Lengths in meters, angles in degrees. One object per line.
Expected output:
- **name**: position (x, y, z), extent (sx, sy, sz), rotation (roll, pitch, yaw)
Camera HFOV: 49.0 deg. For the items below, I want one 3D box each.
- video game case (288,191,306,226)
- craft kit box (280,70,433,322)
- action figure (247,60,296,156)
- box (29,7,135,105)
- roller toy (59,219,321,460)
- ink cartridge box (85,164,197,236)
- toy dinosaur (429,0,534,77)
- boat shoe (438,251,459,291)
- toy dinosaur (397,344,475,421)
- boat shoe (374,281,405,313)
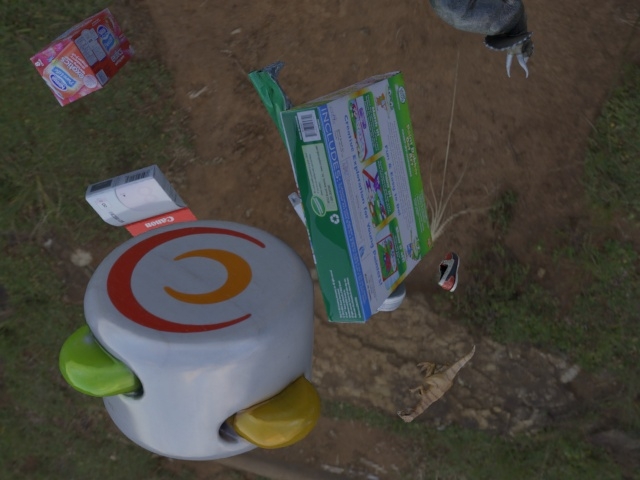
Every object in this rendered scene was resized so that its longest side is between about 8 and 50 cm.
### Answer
- **video game case**: position (0.000, 0.000, 1.602), extent (0.026, 0.206, 0.227), rotation (-33, 102, 0)
- **craft kit box**: position (0.058, -0.064, 0.862), extent (0.060, 0.246, 0.250), rotation (-2, 108, 32)
- **action figure**: position (-0.032, -0.155, 1.069), extent (0.063, 0.137, 0.232), rotation (-24, 109, -2)
- **box**: position (-0.556, -0.439, 1.666), extent (0.122, 0.257, 0.128), rotation (-19, 119, 17)
- **roller toy**: position (-0.099, 0.087, 0.620), extent (0.209, 0.191, 0.146), rotation (4, 125, 3)
- **ink cartridge box**: position (-0.425, -0.068, 1.713), extent (0.188, 0.066, 0.232), rotation (-15, 132, 15)
- **toy dinosaur**: position (0.281, -0.435, 1.262), extent (0.313, 0.121, 0.161), rotation (24, 89, -9)
- **boat shoe**: position (0.320, 0.073, 1.773), extent (0.043, 0.137, 0.049), rotation (24, 129, -7)
- **toy dinosaur**: position (0.227, 0.253, 1.288), extent (0.064, 0.112, 0.212), rotation (33, 109, -12)
- **boat shoe**: position (0.108, 0.123, 1.732), extent (0.118, 0.320, 0.103), rotation (-16, 106, -25)
